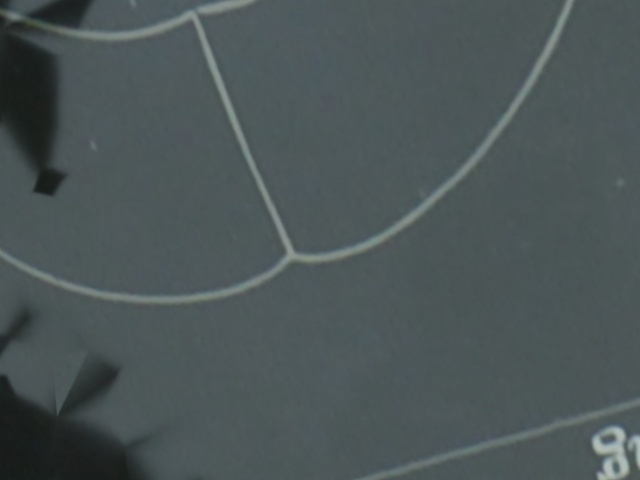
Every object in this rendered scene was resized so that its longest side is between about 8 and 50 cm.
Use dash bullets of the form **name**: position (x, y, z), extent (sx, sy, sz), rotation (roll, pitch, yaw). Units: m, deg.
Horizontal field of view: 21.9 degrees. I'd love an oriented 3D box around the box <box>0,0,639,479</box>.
- **box**: position (0.062, -0.173, 0.437), extent (0.479, 0.297, 0.472), rotation (-18, 97, 19)
